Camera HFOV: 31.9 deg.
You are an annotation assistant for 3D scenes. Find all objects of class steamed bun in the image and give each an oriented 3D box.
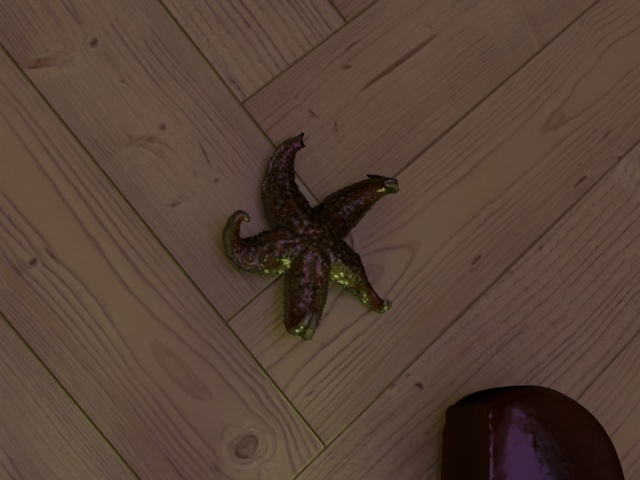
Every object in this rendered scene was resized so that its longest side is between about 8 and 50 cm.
[{"bbox_3d":[0.330,0.415,1.724,0.248,0.235,0.379,5,76,-16],"label":"steamed bun"}]

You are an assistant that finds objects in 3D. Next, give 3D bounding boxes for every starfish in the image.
[{"bbox_3d":[0.004,0.000,1.745,0.312,0.113,0.303,48,67,-4],"label":"starfish"}]
